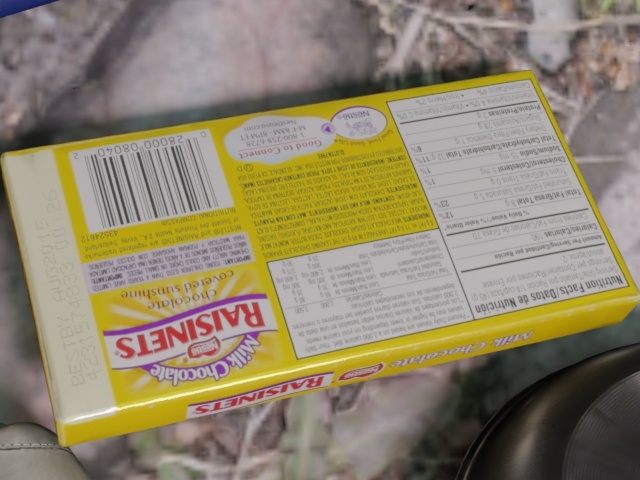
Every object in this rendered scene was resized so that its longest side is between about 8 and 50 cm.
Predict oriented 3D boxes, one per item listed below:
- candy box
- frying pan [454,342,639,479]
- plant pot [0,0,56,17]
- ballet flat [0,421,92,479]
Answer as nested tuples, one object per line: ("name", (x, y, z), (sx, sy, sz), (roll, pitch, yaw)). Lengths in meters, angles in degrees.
("candy box", (0.000, 0.000, 0.447), (0.206, 0.027, 0.105), (-10, 64, -16))
("frying pan", (0.202, 0.091, 0.445), (0.326, 0.053, 0.197), (-13, 46, -14))
("plant pot", (-0.061, -0.221, 0.378), (0.236, 0.212, 0.236), (-22, 91, -17))
("ballet flat", (-0.153, 0.140, 0.380), (0.213, 0.072, 0.068), (-39, 69, -17))
